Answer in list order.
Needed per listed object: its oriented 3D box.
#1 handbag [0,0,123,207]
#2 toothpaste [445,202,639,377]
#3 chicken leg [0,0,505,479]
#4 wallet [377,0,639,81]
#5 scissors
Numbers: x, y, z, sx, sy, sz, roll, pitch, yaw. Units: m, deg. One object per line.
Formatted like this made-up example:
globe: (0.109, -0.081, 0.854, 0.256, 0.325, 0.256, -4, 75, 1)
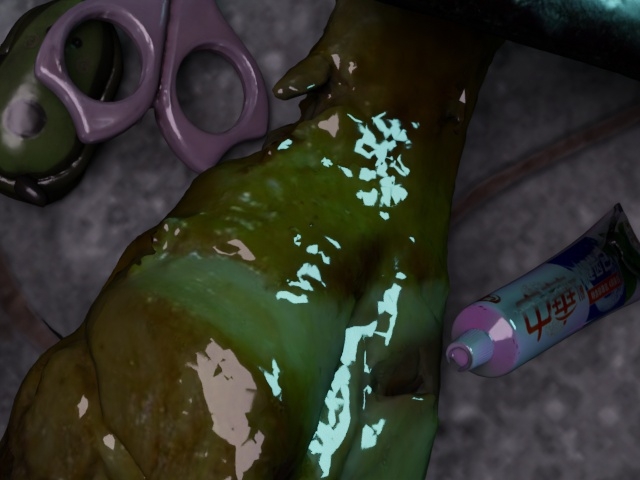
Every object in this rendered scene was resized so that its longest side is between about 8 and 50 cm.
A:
handbag: (-0.126, -0.071, 0.646, 0.072, 0.047, 0.111, 22, 78, -2)
toothpaste: (0.096, 0.022, 0.556, 0.028, 0.170, 0.045, -37, 81, 36)
chicken leg: (0.000, 0.000, 0.564, 0.153, 0.201, 0.429, 20, 75, 17)
wallet: (0.159, -0.132, 0.550, 0.318, 0.045, 0.172, 14, 81, -21)
scissors: (-0.064, -0.137, 0.647, 0.110, 0.021, 0.212, 15, 73, -25)
